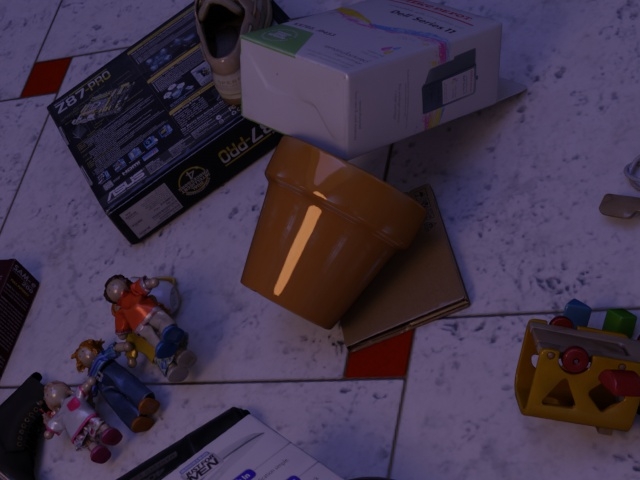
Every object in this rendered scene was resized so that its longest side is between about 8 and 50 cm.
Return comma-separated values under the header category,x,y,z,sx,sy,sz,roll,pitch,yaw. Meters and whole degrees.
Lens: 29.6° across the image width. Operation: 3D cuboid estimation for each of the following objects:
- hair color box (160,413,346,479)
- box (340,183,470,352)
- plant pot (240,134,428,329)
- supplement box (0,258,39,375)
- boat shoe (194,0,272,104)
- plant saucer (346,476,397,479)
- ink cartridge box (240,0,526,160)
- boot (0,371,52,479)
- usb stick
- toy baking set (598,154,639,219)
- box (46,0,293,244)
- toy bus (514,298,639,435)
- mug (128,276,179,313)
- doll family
category,x,y,z,sx,sy,sz,roll,pitch,yaw
hair color box,-0.019,0.334,1.213,0.339,0.110,0.185,30,49,35
box,0.090,0.033,1.556,0.164,0.021,0.201,-24,48,12
plant pot,0.000,0.000,1.499,0.205,0.205,0.188,27,88,40
supplement box,-0.517,0.144,1.764,0.130,0.073,0.239,-1,56,27
boat shoe,-0.135,-0.333,1.786,0.109,0.098,0.302,-18,48,12
plant saucer,0.052,0.331,1.312,0.168,0.029,0.168,-6,41,5
ink cartridge box,0.093,-0.232,1.583,0.353,0.119,0.207,-23,36,-37
boot,-0.387,0.261,1.606,0.137,0.077,0.198,-43,48,-15
usb stick,-0.196,0.300,1.488,0.278,0.045,0.077,-32,53,2
toy baking set,0.469,-0.074,1.433,0.256,0.030,0.197,-37,44,-3
box,-0.200,-0.215,1.858,0.395,0.097,0.318,-36,48,-2
toy bus,0.305,0.152,1.288,0.202,0.191,0.104,27,114,41
mug,-0.229,0.073,1.674,0.064,0.062,0.078,-2,60,17
doll family,-0.260,0.162,1.597,0.163,0.118,0.263,39,102,34
